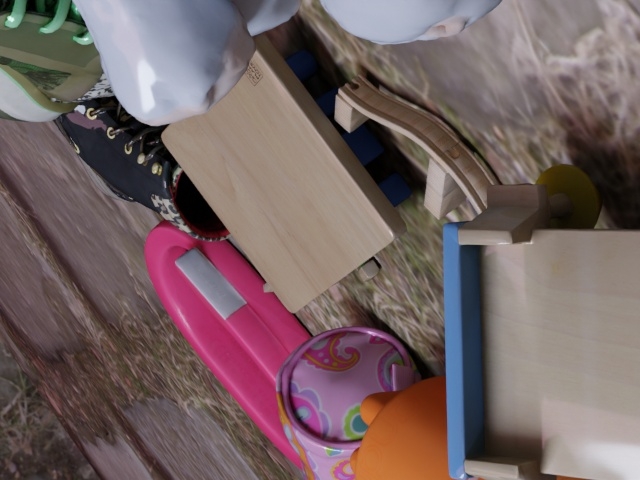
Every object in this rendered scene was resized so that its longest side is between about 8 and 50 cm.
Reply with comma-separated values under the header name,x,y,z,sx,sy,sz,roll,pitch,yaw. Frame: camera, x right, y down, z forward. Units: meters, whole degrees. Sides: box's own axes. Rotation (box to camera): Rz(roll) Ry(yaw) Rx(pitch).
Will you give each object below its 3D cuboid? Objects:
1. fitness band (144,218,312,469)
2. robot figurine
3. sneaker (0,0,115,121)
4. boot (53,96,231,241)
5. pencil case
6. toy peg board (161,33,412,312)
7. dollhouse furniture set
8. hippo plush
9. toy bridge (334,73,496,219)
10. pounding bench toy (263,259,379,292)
name,x,y,z,sx,sy,sz,roll,pitch,yaw
fitness band,-0.066,0.097,1.670,0.291,0.054,0.209,49,164,17
robot figurine,0.111,0.176,1.246,0.219,0.158,0.128,30,167,50
sneaker,-0.180,-0.174,1.194,0.410,0.182,0.158,19,-107,-78
boot,-0.164,-0.106,1.490,0.179,0.085,0.236,28,155,49
pencil case,0.039,0.189,1.474,0.124,0.124,0.284,42,159,33
toy peg board,-0.008,-0.057,1.238,0.161,0.079,0.161,53,146,1
dollhouse furniture set,0.237,0.106,0.917,0.286,0.198,0.303,-1,93,43
hippo plush,-0.019,-0.206,0.853,0.237,0.234,0.294,-1,145,32
toy bridge,0.079,-0.038,1.104,0.188,0.026,0.063,46,159,22
pounding bench toy,0.000,0.000,1.333,0.052,0.083,0.065,142,123,-70
